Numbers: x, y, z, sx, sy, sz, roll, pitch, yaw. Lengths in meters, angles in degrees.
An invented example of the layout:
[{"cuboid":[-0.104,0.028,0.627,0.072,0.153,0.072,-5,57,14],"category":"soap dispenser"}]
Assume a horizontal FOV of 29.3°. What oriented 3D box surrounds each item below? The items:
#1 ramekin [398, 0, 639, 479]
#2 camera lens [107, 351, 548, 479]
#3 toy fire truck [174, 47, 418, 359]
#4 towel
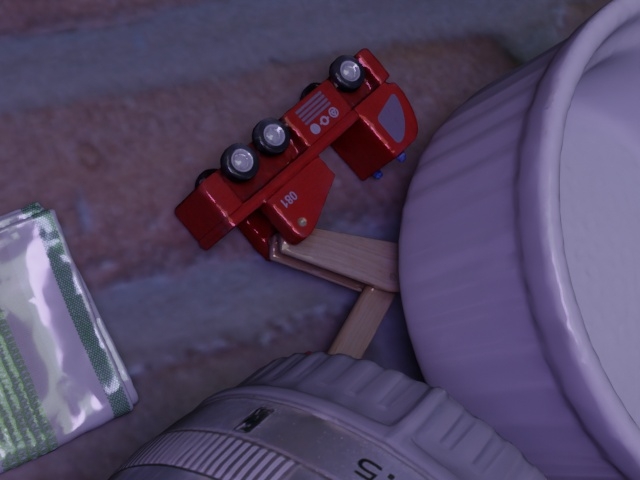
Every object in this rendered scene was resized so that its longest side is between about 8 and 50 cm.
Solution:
[{"cuboid":[0.173,0.017,0.647,0.277,0.135,0.277,10,72,-33],"category":"ramekin"},{"cuboid":[-0.039,0.201,0.453,0.219,0.219,0.274,50,54,-4],"category":"camera lens"},{"cuboid":[0.000,0.000,0.642,0.135,0.047,0.192,50,60,-4],"category":"toy fire truck"},{"cuboid":[-0.170,0.056,0.558,0.152,0.023,0.113,-23,84,-29],"category":"towel"}]
